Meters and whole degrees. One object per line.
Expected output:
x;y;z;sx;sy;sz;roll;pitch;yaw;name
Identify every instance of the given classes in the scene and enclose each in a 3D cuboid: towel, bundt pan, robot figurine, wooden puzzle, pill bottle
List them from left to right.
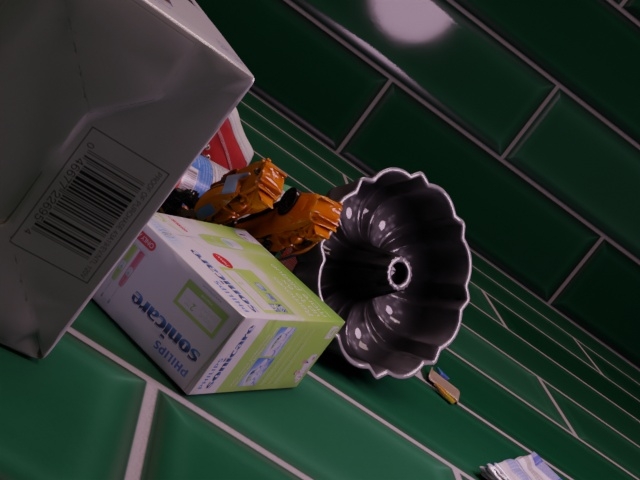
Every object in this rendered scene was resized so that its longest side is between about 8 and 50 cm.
-0.187;-0.065;1.721;0.221;0.124;0.124;29;13;-40;pill bottle
-0.116;-0.025;1.554;0.211;0.291;0.085;30;58;-29;robot figurine
0.084;0.052;1.680;0.331;0.331;0.124;29;-18;-36;bundt pan
0.223;0.264;1.930;0.078;0.014;0.116;43;12;10;wooden puzzle
0.372;0.421;1.694;0.209;0.034;0.285;43;12;24;towel

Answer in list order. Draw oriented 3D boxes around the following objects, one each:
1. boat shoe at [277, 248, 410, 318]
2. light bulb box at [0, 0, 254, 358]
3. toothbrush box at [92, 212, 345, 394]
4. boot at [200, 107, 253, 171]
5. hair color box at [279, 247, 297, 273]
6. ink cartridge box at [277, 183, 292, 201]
0.057;0.079;1.861;0.340;0.127;0.158;38;3;0;boat shoe
-0.294;-0.142;1.089;0.225;0.358;0.361;33;13;-29;light bulb box
-0.127;0.078;1.324;0.206;0.122;0.283;41;13;23;toothbrush box
-0.207;-0.149;1.798;0.088;0.176;0.244;13;-30;29;boot
-0.010;0.026;1.775;0.053;0.167;0.093;43;12;34;hair color box
-0.051;-0.051;2.279;0.224;0.056;0.181;43;13;35;ink cartridge box
